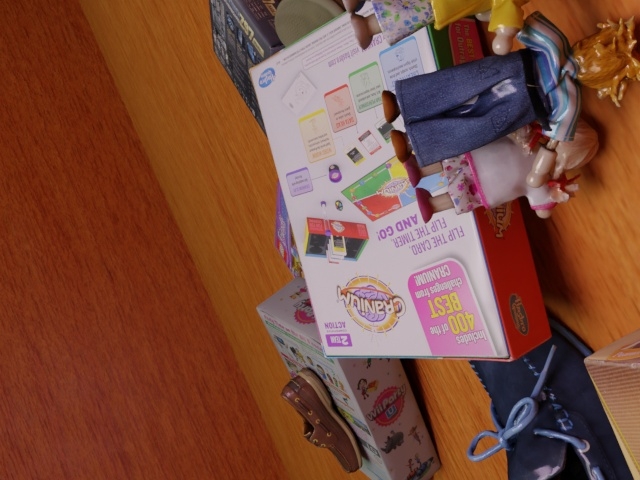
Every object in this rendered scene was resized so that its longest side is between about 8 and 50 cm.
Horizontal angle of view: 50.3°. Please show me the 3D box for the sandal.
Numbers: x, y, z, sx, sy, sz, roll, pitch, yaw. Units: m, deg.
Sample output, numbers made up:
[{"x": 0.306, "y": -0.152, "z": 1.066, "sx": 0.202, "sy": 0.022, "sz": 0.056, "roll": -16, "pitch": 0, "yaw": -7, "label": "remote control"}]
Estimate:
[{"x": 0.021, "y": -0.171, "z": 0.758, "sx": 0.302, "sy": 0.086, "sz": 0.120, "roll": 58, "pitch": 160, "yaw": 27, "label": "sandal"}]

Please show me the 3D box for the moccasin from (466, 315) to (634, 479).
[{"x": 0.214, "y": 0.187, "z": 0.585, "sx": 0.342, "sy": 0.117, "sz": 0.137, "roll": 54, "pitch": 158, "yaw": 38, "label": "moccasin"}]

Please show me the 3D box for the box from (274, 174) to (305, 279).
[{"x": 0.000, "y": 0.000, "z": 1.074, "sx": 0.201, "sy": 0.057, "sz": 0.293, "roll": 57, "pitch": 160, "yaw": 24, "label": "box"}]

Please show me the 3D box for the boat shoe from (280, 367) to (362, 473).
[{"x": 0.000, "y": 0.275, "z": 1.008, "sx": 0.178, "sy": 0.060, "sz": 0.064, "roll": 60, "pitch": 157, "yaw": -12, "label": "boat shoe"}]

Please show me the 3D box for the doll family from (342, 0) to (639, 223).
[{"x": 0.114, "y": -0.127, "z": 0.449, "sx": 0.118, "sy": 0.163, "sz": 0.262, "roll": -54, "pitch": -55, "yaw": -74, "label": "doll family"}]

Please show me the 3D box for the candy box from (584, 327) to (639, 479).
[{"x": 0.301, "y": 0.201, "z": 0.399, "sx": 0.316, "sy": 0.088, "sz": 0.183, "roll": 67, "pitch": 162, "yaw": 1, "label": "candy box"}]

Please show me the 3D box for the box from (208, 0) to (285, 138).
[{"x": -0.097, "y": -0.288, "z": 1.002, "sx": 0.232, "sy": 0.059, "sz": 0.183, "roll": 58, "pitch": 160, "yaw": 29, "label": "box"}]

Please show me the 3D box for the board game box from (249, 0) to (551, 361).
[{"x": 0.060, "y": -0.048, "z": 0.639, "sx": 0.242, "sy": 0.064, "sz": 0.316, "roll": -10, "pitch": 95, "yaw": 51, "label": "board game box"}]

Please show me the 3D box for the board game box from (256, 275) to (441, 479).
[{"x": 0.044, "y": 0.226, "z": 1.056, "sx": 0.224, "sy": 0.097, "sz": 0.303, "roll": 20, "pitch": 140, "yaw": 54, "label": "board game box"}]
